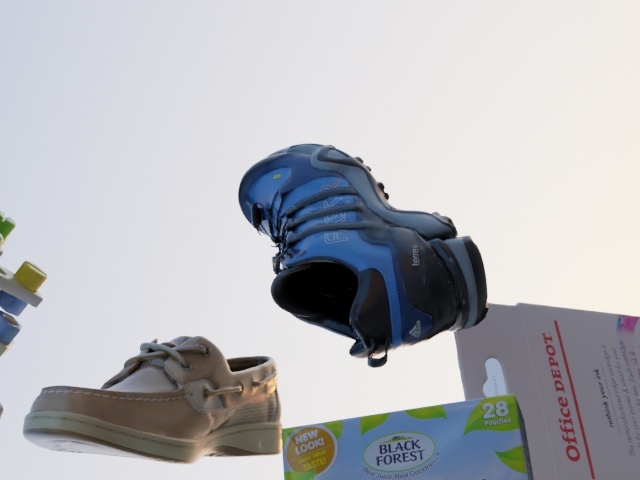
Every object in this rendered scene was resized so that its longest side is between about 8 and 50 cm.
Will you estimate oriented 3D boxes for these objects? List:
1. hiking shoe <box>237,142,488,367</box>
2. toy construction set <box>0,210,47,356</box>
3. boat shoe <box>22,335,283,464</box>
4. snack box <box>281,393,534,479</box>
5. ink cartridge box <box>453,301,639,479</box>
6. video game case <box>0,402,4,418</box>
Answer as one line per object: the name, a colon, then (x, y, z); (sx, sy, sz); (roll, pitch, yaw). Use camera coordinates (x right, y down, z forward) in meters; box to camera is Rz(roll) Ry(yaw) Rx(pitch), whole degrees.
hiking shoe: (0.000, 0.000, 0.944); (0.132, 0.304, 0.113); (-23, -60, -28)
toy construction set: (-0.421, -0.032, 1.092); (0.151, 0.215, 0.327); (-38, -61, -4)
boat shoe: (-0.140, 0.139, 1.005); (0.341, 0.122, 0.110); (21, -108, -65)
snack box: (0.068, 0.223, 0.773); (0.070, 0.175, 0.207); (61, -159, -59)
ink cartridge box: (0.274, 0.184, 1.106); (0.119, 0.354, 0.207); (123, 149, -49)
video game case: (-0.310, 0.042, 0.576); (0.206, 0.227, 0.026); (-7, -48, -58)
